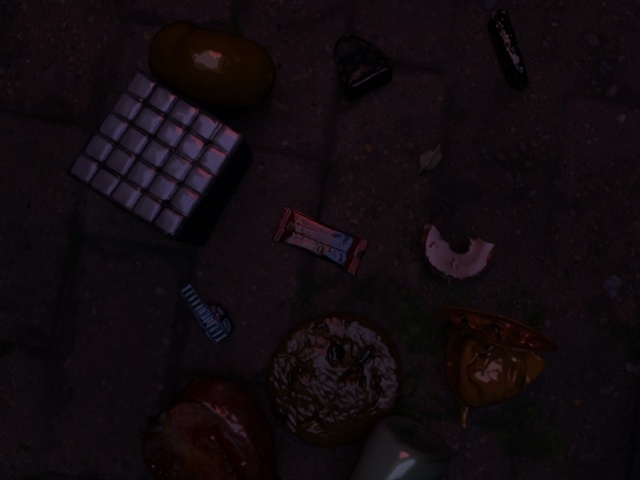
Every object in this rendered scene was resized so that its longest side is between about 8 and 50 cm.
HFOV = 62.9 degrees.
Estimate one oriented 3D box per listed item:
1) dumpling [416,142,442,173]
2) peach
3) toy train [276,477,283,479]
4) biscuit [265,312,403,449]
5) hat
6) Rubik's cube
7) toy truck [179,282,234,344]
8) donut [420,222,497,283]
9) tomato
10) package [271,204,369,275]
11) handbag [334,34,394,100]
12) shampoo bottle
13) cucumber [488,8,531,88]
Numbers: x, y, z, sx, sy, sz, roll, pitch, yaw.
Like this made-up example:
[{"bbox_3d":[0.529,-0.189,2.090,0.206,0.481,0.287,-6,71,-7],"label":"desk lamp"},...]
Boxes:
[{"bbox_3d":[0.237,-0.176,1.127,0.077,0.059,0.043,-29,80,-1],"label":"dumpling"},{"bbox_3d":[-0.207,-0.339,1.032,0.251,0.251,0.153,11,111,-1],"label":"peach"},{"bbox_3d":[-0.120,0.515,1.103,0.083,0.017,0.017,-7,88,-3],"label":"toy train"},{"bbox_3d":[0.030,0.291,1.090,0.296,0.075,0.296,0,87,-1],"label":"biscuit"},{"bbox_3d":[0.322,0.279,1.047,0.233,0.244,0.233,17,101,7],"label":"hat"},{"bbox_3d":[-0.290,-0.147,1.022,0.238,0.237,0.237,31,85,0],"label":"Rubik's cube"},{"bbox_3d":[-0.237,0.150,1.089,0.063,0.074,0.136,-37,88,-3],"label":"toy truck"},{"bbox_3d":[0.285,0.036,1.115,0.166,0.065,0.117,16,85,0],"label":"donut"},{"bbox_3d":[-0.188,0.395,1.035,0.309,0.170,0.309,9,118,18],"label":"tomato"},{"bbox_3d":[0.000,0.000,1.129,0.200,0.022,0.083,24,87,-1],"label":"package"},{"bbox_3d":[0.081,-0.388,1.136,0.115,0.072,0.139,-28,75,-1],"label":"handbag"},{"bbox_3d":[0.112,0.529,1.025,0.151,0.222,0.349,30,98,33],"label":"shampoo bottle"},{"bbox_3d":[0.415,-0.417,1.150,0.053,0.053,0.181,-20,89,-3],"label":"cucumber"}]
